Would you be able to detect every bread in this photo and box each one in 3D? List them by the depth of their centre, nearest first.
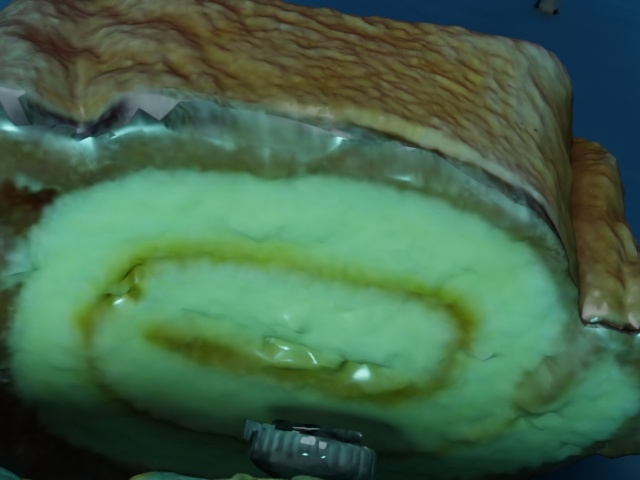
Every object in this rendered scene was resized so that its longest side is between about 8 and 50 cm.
[{"bbox_3d":[-0.001,0.009,0.634,0.244,0.190,0.123,9,42,-7],"label":"bread"}]

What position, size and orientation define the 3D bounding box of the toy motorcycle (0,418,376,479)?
[{"bbox_3d":[-0.056,0.096,0.508,0.297,0.109,0.198,6,-6,12],"label":"toy motorcycle"}]
